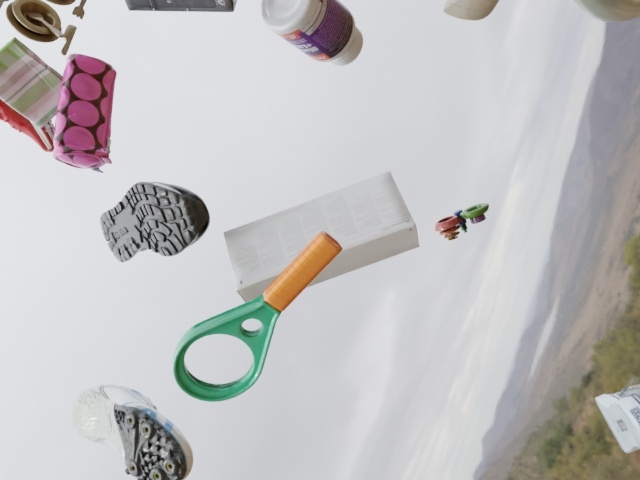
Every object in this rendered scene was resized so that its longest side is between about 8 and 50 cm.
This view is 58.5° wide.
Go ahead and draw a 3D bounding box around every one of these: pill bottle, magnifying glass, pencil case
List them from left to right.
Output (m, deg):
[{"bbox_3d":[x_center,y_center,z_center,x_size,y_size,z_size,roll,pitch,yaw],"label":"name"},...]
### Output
[{"bbox_3d":[-0.421,-0.234,1.036,0.095,0.098,0.209,64,-155,-76],"label":"pencil case"},{"bbox_3d":[-0.065,0.081,0.587,0.231,0.092,0.026,-48,22,13],"label":"magnifying glass"},{"bbox_3d":[-0.006,-0.378,0.997,0.193,0.108,0.108,12,-86,-56],"label":"pill bottle"}]

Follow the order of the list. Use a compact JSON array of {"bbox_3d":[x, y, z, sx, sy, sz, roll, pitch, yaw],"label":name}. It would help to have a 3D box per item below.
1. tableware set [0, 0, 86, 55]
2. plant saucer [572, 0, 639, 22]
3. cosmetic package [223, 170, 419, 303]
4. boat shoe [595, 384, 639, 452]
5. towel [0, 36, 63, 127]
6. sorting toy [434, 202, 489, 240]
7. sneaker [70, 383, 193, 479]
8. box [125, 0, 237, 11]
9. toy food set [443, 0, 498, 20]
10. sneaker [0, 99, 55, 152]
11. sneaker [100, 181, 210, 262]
[{"bbox_3d":[-0.467,-0.414,0.972,0.128,0.039,0.194,23,-131,-31],"label":"tableware set"},{"bbox_3d":[0.232,-0.335,0.317,0.400,0.101,0.400,-19,-64,-44],"label":"plant saucer"},{"bbox_3d":[0.000,0.000,0.756,0.060,0.239,0.099,68,-177,-52],"label":"cosmetic package"},{"bbox_3d":[0.355,0.182,0.607,0.065,0.083,0.183,68,-171,20],"label":"boat shoe"},{"bbox_3d":[-0.549,-0.291,1.073,0.113,0.023,0.152,-40,-40,5],"label":"towel"},{"bbox_3d":[0.252,-0.029,1.006,0.061,0.102,0.042,-62,-51,-76],"label":"sorting toy"},{"bbox_3d":[-0.222,0.228,0.702,0.086,0.237,0.085,2,-86,-46],"label":"sneaker"},{"bbox_3d":[-0.233,-0.451,0.847,0.231,0.183,0.056,81,-164,-59],"label":"box"},{"bbox_3d":[0.283,-0.475,0.778,0.306,0.092,0.219,-57,-4,-20],"label":"toy food set"},{"bbox_3d":[-0.662,-0.268,1.202,0.221,0.128,0.087,65,178,-24],"label":"sneaker"},{"bbox_3d":[-0.220,-0.043,0.844,0.124,0.283,0.107,-26,-77,-37],"label":"sneaker"}]
